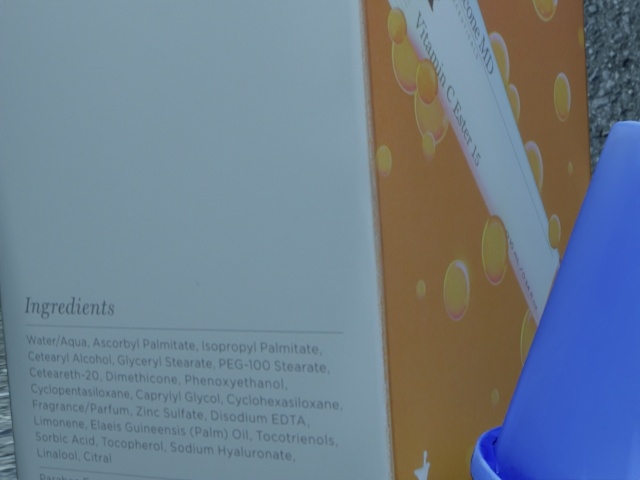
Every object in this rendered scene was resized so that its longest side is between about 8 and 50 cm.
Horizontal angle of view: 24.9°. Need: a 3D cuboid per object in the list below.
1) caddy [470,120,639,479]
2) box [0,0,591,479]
[{"bbox_3d":[0.203,0.086,0.434,0.241,0.179,0.341,11,7,-38],"label":"caddy"},{"bbox_3d":[0.000,0.000,0.590,0.168,0.345,0.215,-1,7,30],"label":"box"}]
